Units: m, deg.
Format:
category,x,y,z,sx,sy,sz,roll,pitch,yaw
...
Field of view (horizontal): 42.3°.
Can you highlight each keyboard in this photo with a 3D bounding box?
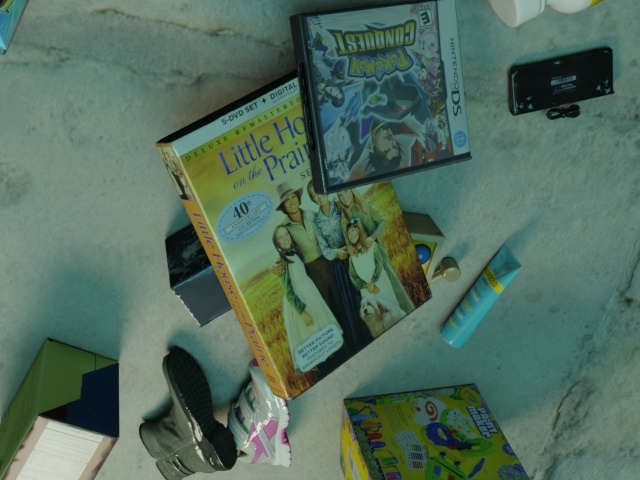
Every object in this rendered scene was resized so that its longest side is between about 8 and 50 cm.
category,x,y,z,sx,sy,sz,roll,pitch,yaw
keyboard,0.396,-0.249,1.360,0.180,0.023,0.108,-13,115,-6

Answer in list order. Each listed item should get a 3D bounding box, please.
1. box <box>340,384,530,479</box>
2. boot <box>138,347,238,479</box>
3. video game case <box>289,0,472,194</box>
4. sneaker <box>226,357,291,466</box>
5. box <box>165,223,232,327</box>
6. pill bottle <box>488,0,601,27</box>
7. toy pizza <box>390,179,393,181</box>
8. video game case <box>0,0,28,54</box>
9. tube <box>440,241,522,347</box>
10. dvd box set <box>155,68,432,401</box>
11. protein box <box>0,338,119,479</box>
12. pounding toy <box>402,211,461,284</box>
category,x,y,z,sx,sy,sz,roll,pitch,yaw
box,0.205,0.439,1.543,0.279,0.290,0.177,-5,120,-10
boot,-0.266,0.323,1.476,0.161,0.083,0.247,-18,102,25
video game case,0.097,-0.215,1.201,0.274,0.035,0.248,-15,105,-29
sneaker,-0.117,0.324,1.508,0.111,0.103,0.252,-9,120,-11
box,-0.152,0.028,1.299,0.156,0.158,0.093,-30,121,3
pill bottle,0.390,-0.437,1.153,0.333,0.188,0.188,-27,122,2
toy pizza,0.038,-0.145,1.320,0.201,0.032,0.201,-5,124,-8
video game case,-0.462,-0.392,0.985,0.269,0.061,0.244,22,86,-24
tube,0.294,0.105,1.506,0.052,0.080,0.207,18,117,-28
dvd box set,-0.019,-0.021,1.213,0.307,0.062,0.421,-32,112,-26
protein box,-0.436,0.314,1.364,0.136,0.200,0.201,24,111,-25
pounding toy,0.157,0.053,1.427,0.206,0.094,0.181,6,117,-17
